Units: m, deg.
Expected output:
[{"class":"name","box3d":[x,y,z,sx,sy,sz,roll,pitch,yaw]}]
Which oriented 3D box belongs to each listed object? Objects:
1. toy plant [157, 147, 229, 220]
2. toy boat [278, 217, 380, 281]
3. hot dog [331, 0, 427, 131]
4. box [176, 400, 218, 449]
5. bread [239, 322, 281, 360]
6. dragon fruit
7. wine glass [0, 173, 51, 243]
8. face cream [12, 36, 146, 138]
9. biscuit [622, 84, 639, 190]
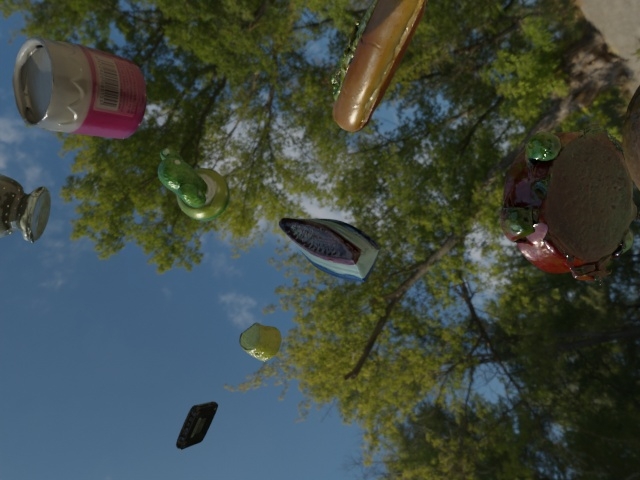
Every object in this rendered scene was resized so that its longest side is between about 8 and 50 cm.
[{"class":"toy plant","box3d":[-0.427,-0.188,1.565,0.224,0.184,0.316,57,179,12]},{"class":"toy boat","box3d":[0.000,0.000,0.710,0.045,0.229,0.080,22,-87,-37]},{"class":"hot dog","box3d":[0.091,-0.335,0.846,0.100,0.337,0.135,20,-134,-8]},{"class":"box","box3d":[-0.344,0.521,1.336,0.126,0.026,0.125,-68,-22,-4]},{"class":"bread","box3d":[-0.210,0.359,1.665,0.114,0.129,0.111,33,-157,-38]},{"class":"dragon fruit","box3d":[0.425,-0.071,0.817,0.268,0.130,0.295,-43,-71,-9]},{"class":"wine glass","box3d":[-0.562,-0.062,0.773,0.204,0.111,0.111,11,-121,-13]},{"class":"face cream","box3d":[-0.485,-0.304,0.960,0.194,0.175,0.175,-4,-107,-55]},{"class":"biscuit","box3d":[0.354,-0.060,0.388,0.236,0.180,0.039,36,-179,-7]}]
